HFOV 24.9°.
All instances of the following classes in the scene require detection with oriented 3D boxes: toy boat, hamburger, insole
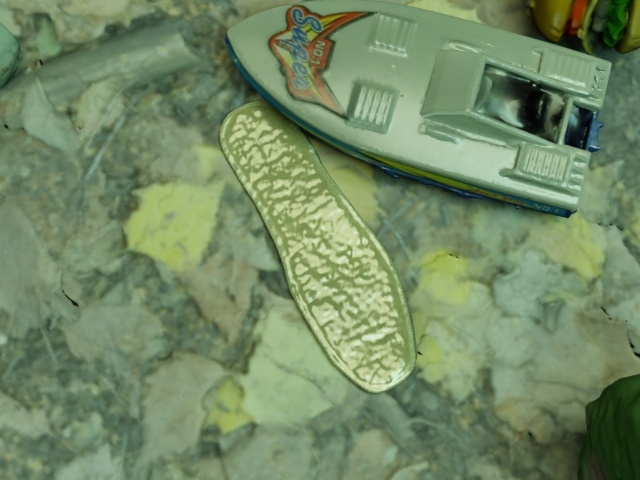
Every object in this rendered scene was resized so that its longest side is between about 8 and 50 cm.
[{"bbox_3d":[0.069,-0.113,1.094,0.295,0.088,0.129,16,74,0],"label":"toy boat"},{"bbox_3d":[0.215,-0.220,1.103,0.115,0.162,0.162,7,74,4],"label":"hamburger"},{"bbox_3d":[0.000,0.000,1.098,0.081,0.011,0.248,-28,78,-10],"label":"insole"}]

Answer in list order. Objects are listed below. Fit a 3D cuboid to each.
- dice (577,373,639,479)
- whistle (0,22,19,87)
[{"bbox_3d":[0.352,0.216,0.906,0.322,0.318,0.330,-10,76,-7],"label":"dice"},{"bbox_3d":[-0.315,-0.092,1.068,0.123,0.123,0.223,43,55,8],"label":"whistle"}]
